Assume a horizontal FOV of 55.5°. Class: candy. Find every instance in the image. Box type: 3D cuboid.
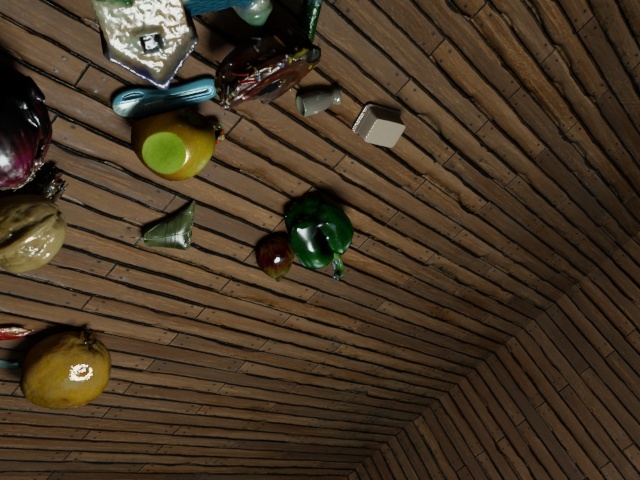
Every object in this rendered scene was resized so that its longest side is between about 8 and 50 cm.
[{"bbox_3d":[-0.294,-0.208,1.377,0.184,0.049,0.056,-33,111,16],"label":"candy"}]

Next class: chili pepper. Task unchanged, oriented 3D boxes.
[{"bbox_3d":[0.000,0.000,1.688,0.174,0.165,0.261,-43,140,-13],"label":"chili pepper"},{"bbox_3d":[-0.850,0.230,1.485,0.267,0.059,0.050,-1,171,-35],"label":"chili pepper"}]

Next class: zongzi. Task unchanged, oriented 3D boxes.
[{"bbox_3d":[-0.390,-0.046,1.493,0.154,0.062,0.131,7,109,-18],"label":"zongzi"}]

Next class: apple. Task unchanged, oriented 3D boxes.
[{"bbox_3d":[-0.302,-0.211,1.274,0.147,0.146,0.163,-35,110,22],"label":"apple"}]

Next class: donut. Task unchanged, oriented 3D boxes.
[{"bbox_3d":[-0.110,-0.350,1.218,0.230,0.096,0.216,-29,179,-45],"label":"donut"}]

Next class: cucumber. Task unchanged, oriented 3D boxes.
[{"bbox_3d":[-0.020,-0.471,1.266,0.037,0.037,0.155,-8,136,-26],"label":"cucumber"}]

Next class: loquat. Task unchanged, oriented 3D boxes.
[{"bbox_3d":[-0.669,0.348,1.609,0.238,0.193,0.238,-13,132,-15],"label":"loquat"}]

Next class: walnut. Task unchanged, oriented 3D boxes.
[{"bbox_3d":[-0.594,-0.016,1.217,0.166,0.149,0.167,-7,108,-24],"label":"walnut"}]

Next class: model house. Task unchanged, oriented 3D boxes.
[{"bbox_3d":[-0.228,-0.421,1.022,0.312,0.245,0.280,-16,145,-11],"label":"model house"}]

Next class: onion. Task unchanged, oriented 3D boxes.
[{"bbox_3d":[-0.573,-0.188,1.031,0.221,0.281,0.281,-28,142,-9],"label":"onion"}]

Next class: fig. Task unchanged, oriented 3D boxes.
[{"bbox_3d":[-0.123,0.060,1.721,0.109,0.103,0.155,-8,132,7],"label":"fig"}]

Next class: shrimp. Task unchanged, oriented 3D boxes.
[{"bbox_3d":[-0.675,-0.084,1.249,0.290,0.054,0.222,-36,140,5],"label":"shrimp"}]

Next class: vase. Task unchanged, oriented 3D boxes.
[{"bbox_3d":[-0.002,-0.326,1.420,0.100,0.053,0.053,-20,140,-19],"label":"vase"}]

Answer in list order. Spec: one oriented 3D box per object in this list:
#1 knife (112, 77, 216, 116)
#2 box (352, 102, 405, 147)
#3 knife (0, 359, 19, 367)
[{"bbox_3d":[-0.319,-0.298,1.263,0.221,0.031,0.064,-17,136,-17],"label":"knife"},{"bbox_3d":[0.153,-0.289,1.551,0.122,0.062,0.089,6,129,-36],"label":"box"},{"bbox_3d":[-0.885,0.310,1.571,0.210,0.015,0.028,21,126,-44],"label":"knife"}]
